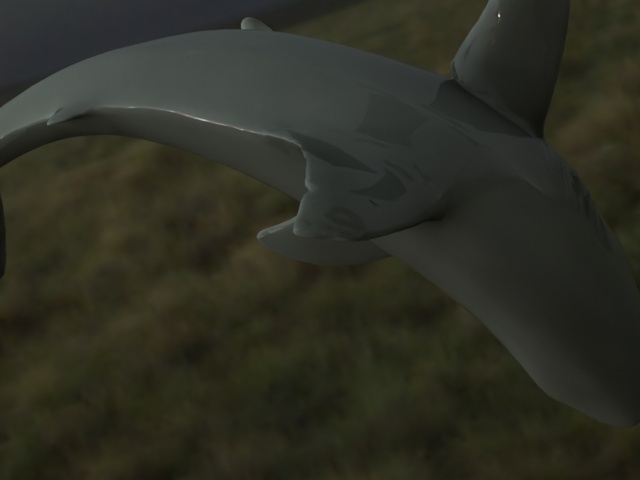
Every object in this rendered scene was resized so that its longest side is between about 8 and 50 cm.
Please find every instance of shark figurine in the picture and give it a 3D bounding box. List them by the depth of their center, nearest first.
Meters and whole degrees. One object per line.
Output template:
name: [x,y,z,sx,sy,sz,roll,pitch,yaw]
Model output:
shark figurine: [-0.021,-0.019,0.597,0.278,0.166,0.116,9,28,5]
